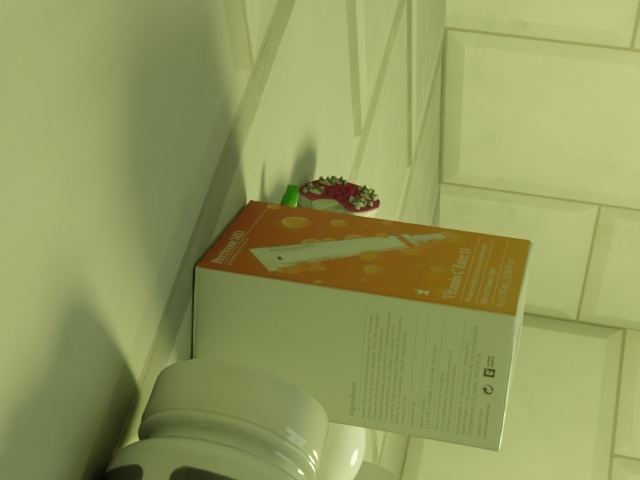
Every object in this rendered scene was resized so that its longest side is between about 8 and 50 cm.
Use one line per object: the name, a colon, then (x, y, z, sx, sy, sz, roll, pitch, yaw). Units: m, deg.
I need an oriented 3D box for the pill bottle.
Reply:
pill bottle: (-0.114, 0.299, 1.054, 0.204, 0.204, 0.361, 83, 20, -56)

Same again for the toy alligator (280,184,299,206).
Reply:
toy alligator: (-0.057, 0.021, 1.565, 0.051, 0.056, 0.189, 15, -82, 60)

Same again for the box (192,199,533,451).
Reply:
box: (0.051, 0.087, 1.377, 0.215, 0.346, 0.168, -59, 155, -64)

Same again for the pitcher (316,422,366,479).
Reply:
pitcher: (-0.005, 0.277, 1.909, 0.178, 0.126, 0.207, 5, 83, -59)

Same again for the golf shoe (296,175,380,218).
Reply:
golf shoe: (0.000, 0.000, 1.739, 0.306, 0.115, 0.140, -44, 153, -63)

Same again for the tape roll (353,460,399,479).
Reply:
tape roll: (0.042, 0.463, 1.978, 0.219, 0.219, 0.072, -70, 164, -47)
